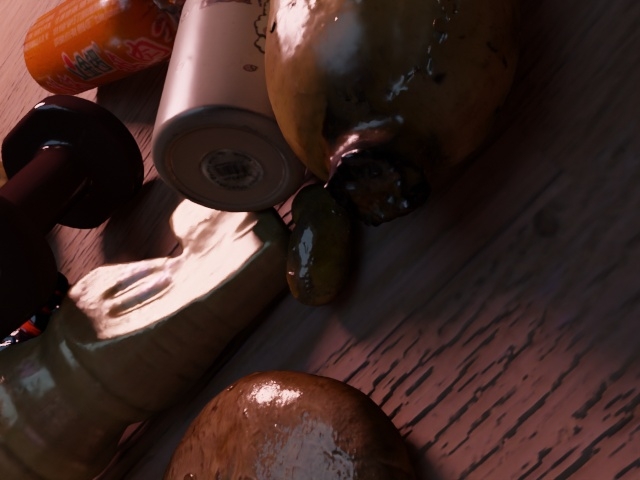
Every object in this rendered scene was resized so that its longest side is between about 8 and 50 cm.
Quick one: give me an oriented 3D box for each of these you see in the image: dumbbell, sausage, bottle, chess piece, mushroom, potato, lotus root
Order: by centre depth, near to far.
[{"bbox_3d":[0.044,-0.140,0.486,0.160,0.146,0.284,-38,41,54],"label":"lotus root"},{"bbox_3d":[-0.032,0.132,0.501,0.210,0.072,0.094,-7,60,43],"label":"mushroom"},{"bbox_3d":[0.000,0.000,0.542,0.046,0.045,0.092,134,143,-60],"label":"potato"},{"bbox_3d":[-0.057,-0.141,0.599,0.110,0.110,0.233,-27,43,35],"label":"bottle"},{"bbox_3d":[-0.144,0.074,0.616,0.301,0.137,0.137,-41,48,9],"label":"chess piece"},{"bbox_3d":[-0.255,-0.028,0.680,0.140,0.124,0.225,-33,20,29],"label":"dumbbell"},{"bbox_3d":[-0.201,-0.200,0.750,0.312,0.093,0.092,5,77,55],"label":"sausage"}]

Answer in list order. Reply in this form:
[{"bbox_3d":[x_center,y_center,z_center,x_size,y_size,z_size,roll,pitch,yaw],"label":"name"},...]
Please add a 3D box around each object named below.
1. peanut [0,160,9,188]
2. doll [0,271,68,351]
[{"bbox_3d":[-0.448,-0.043,0.927,0.306,0.147,0.147,12,83,48],"label":"peanut"},{"bbox_3d":[-0.302,0.146,0.751,0.127,0.088,0.248,-22,56,37],"label":"doll"}]
